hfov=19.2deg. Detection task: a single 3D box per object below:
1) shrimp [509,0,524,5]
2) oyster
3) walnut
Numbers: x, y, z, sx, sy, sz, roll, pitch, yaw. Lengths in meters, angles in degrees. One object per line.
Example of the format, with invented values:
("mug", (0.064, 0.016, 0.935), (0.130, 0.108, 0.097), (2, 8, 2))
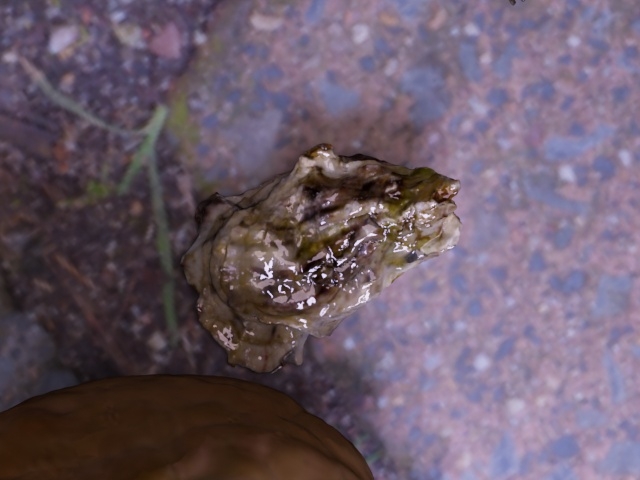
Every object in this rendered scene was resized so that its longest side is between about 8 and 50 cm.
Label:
("shrimp", (0.077, -0.243, 1.092), (0.150, 0.051, 0.217), (-37, 91, -16))
("oyster", (-0.002, -0.002, 1.071), (0.165, 0.053, 0.108), (-33, 84, -2))
("walnut", (-0.092, 0.210, 0.944), (0.313, 0.277, 0.252), (-11, 128, -16))
